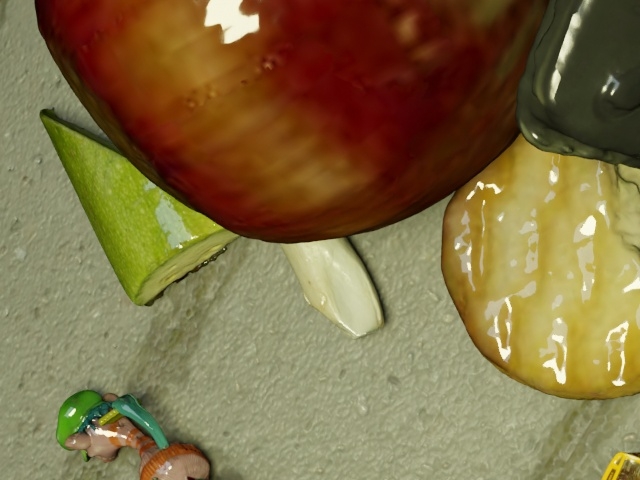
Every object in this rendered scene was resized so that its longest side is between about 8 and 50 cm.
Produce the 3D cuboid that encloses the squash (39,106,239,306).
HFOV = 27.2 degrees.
[{"bbox_3d":[-0.192,-0.081,1.346,0.169,0.093,0.252,-34,73,17],"label":"squash"}]

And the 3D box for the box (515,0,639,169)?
[{"bbox_3d":[0.330,-0.207,0.997,0.091,0.350,0.359,35,111,52],"label":"box"}]

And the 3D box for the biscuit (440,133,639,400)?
[{"bbox_3d":[0.213,0.009,1.167,0.213,0.091,0.274,-16,76,29],"label":"biscuit"}]

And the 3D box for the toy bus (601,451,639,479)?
[{"bbox_3d":[0.274,0.210,1.083,0.074,0.162,0.070,25,93,26],"label":"toy bus"}]

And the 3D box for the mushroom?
[{"bbox_3d":[0.000,0.000,1.275,0.084,0.071,0.209,-21,77,-14],"label":"mushroom"}]

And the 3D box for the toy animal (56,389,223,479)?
[{"bbox_3d":[-0.173,0.211,1.301,0.208,0.100,0.103,36,137,34],"label":"toy animal"}]

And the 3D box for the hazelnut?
[{"bbox_3d":[-0.005,-0.185,1.075,0.420,0.421,0.353,-4,49,22],"label":"hazelnut"}]
